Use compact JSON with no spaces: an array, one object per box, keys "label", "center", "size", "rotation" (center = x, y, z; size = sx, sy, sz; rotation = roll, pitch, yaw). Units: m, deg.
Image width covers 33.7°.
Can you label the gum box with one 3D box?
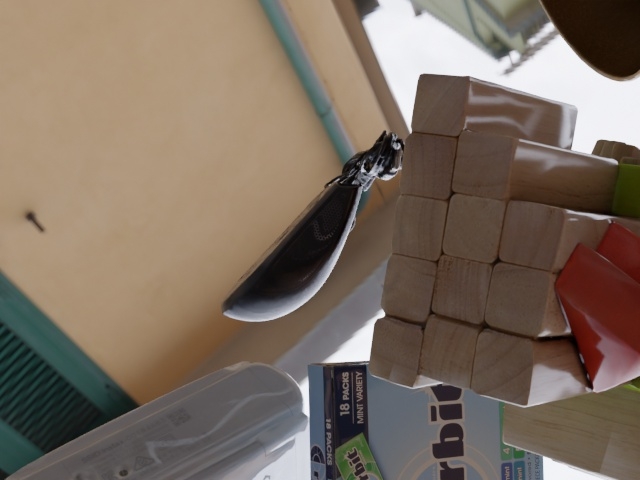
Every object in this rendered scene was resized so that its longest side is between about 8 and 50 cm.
[{"label":"gum box","center":[0.081,0.165,0.775],"size":[0.041,0.184,0.157],"rotation":[-6,-96,60]}]

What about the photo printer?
[{"label":"photo printer","center":[-0.123,0.277,0.887],"size":[0.256,0.307,0.107],"rotation":[-25,-138,-29]}]

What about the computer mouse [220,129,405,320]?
[{"label":"computer mouse","center":[0.000,0.000,1.200],"size":[0.072,0.188,0.272],"rotation":[44,-100,-6]}]

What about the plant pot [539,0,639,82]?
[{"label":"plant pot","center":[0.343,-0.311,0.976],"size":[0.254,0.237,0.237],"rotation":[-28,-131,-6]}]

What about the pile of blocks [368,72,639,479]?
[{"label":"pile of blocks","center":[0.159,0.051,0.450],"size":[0.112,0.362,0.149],"rotation":[12,-108,38]}]
